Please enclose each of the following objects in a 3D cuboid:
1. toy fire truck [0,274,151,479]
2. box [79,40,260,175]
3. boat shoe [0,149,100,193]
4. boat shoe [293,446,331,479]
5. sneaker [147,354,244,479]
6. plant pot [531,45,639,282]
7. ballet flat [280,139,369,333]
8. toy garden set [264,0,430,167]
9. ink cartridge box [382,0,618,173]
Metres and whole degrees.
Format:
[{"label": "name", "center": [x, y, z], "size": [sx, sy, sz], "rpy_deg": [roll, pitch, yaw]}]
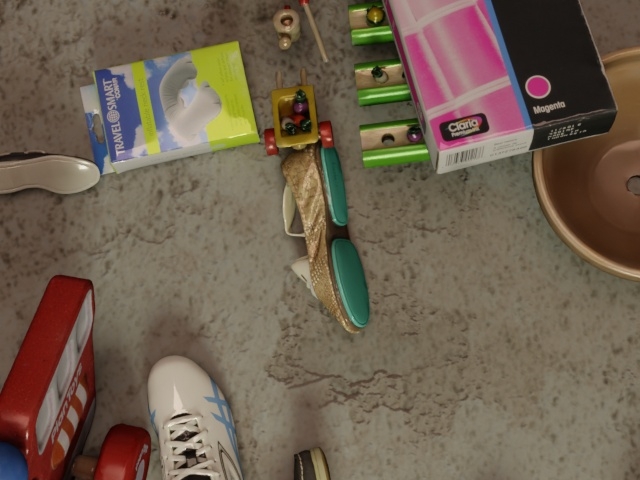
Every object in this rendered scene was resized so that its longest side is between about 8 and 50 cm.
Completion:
[{"label": "toy fire truck", "center": [-0.266, 0.211, 1.152], "size": [0.169, 0.254, 0.302], "rpy_deg": [12, 48, 5]}, {"label": "box", "center": [-0.162, -0.139, 1.353], "size": [0.178, 0.042, 0.109], "rpy_deg": [-13, 78, -1]}, {"label": "boat shoe", "center": [-0.293, -0.074, 1.346], "size": [0.125, 0.038, 0.046], "rpy_deg": [-6, 121, 2]}, {"label": "boat shoe", "center": [-0.022, 0.313, 1.233], "size": [0.073, 0.080, 0.223], "rpy_deg": [-1, 83, -3]}, {"label": "sneaker", "center": [-0.119, 0.224, 1.253], "size": [0.085, 0.086, 0.237], "rpy_deg": [-14, 78, -3]}, {"label": "plant pot", "center": [0.327, -0.066, 1.283], "size": [0.237, 0.110, 0.237], "rpy_deg": [-1, 77, 3]}, {"label": "ballet flat", "center": [0.000, 0.000, 1.314], "size": [0.067, 0.073, 0.206], "rpy_deg": [-17, 74, 26]}, {"label": "toy garden set", "center": [0.037, -0.195, 1.296], "size": [0.204, 0.049, 0.244], "rpy_deg": [-7, 73, 4]}, {"label": "ink cartridge box", "center": [0.148, -0.258, 1.257], "size": [0.176, 0.069, 0.371], "rpy_deg": [-14, 70, -3]}]
